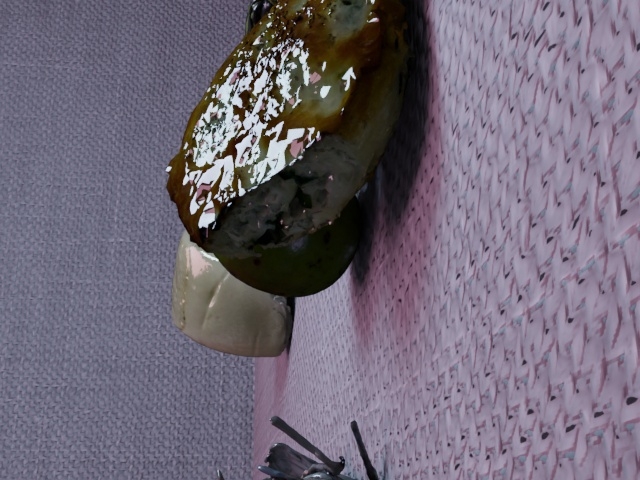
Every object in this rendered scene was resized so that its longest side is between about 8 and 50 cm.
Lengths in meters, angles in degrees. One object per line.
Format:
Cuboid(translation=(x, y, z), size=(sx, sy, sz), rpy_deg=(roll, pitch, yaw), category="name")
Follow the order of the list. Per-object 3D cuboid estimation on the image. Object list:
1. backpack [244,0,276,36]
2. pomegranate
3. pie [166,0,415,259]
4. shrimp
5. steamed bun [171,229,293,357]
Cuboid(translation=(-0.051, -0.363, 1.283), size=(0.253, 0.140, 0.207), rpy_deg=(100, 167, -70), category="backpack")
Cuboid(translation=(-0.029, -0.048, 0.955), size=(0.187, 0.187, 0.225), rpy_deg=(-108, 42, -69), category="pomegranate")
Cuboid(translation=(-0.028, -0.139, 0.820), size=(0.355, 0.103, 0.288), rpy_deg=(-36, 37, 34), category="pie")
Cuboid(translation=(-0.012, 0.272, 0.806), size=(0.410, 0.166, 0.221), rpy_deg=(51, -117, -80), category="shrimp")
Cuboid(translation=(-0.164, 0.100, 1.750), size=(0.272, 0.273, 0.290), rpy_deg=(-131, 38, -56), category="steamed bun")
